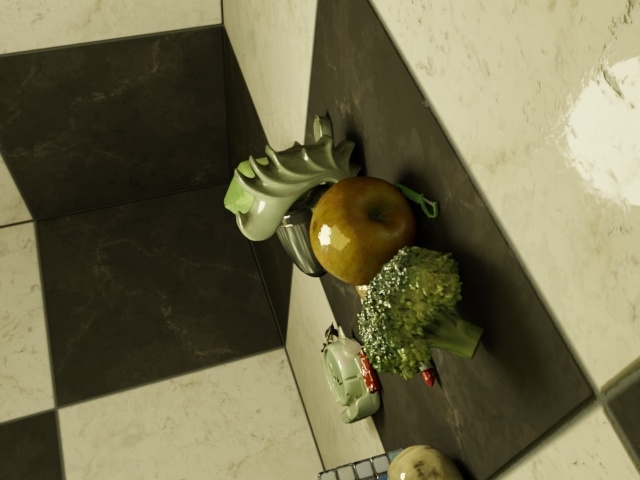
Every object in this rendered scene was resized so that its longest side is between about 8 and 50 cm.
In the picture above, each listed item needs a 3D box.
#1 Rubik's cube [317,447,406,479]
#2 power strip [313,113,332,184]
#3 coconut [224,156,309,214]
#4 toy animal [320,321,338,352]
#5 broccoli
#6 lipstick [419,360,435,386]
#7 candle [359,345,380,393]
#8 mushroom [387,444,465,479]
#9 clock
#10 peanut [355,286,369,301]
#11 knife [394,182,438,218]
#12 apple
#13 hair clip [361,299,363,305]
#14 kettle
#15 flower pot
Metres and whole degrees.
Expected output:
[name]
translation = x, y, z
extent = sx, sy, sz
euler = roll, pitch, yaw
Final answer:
[Rubik's cube]
translation = 0.164, 0.838, 1.926
extent = 0.287, 0.293, 0.292
euler = 88, 163, -55
[power strip]
translation = 0.012, -0.271, 2.050
extent = 0.080, 0.048, 0.286
euler = -129, 29, -56
[coconut]
translation = -0.213, -0.182, 2.443
extent = 0.328, 0.328, 0.281
euler = -124, 23, -55
[toy animal]
translation = 0.037, 0.373, 2.507
extent = 0.202, 0.070, 0.105
euler = 93, 178, -59
[broccoli]
translation = 0.194, 0.143, 1.303
extent = 0.260, 0.235, 0.288
euler = 20, 84, 43
[lipstick]
translation = 0.249, 0.290, 1.635
extent = 0.063, 0.057, 0.186
euler = 100, 148, -58
[candle]
translation = 0.158, 0.427, 2.116
extent = 0.048, 0.053, 0.162
euler = 112, 145, -58
[mushroom]
translation = 0.210, 0.680, 1.566
extent = 0.314, 0.336, 0.314
euler = 174, 90, -81
[clock]
translation = 0.096, 0.475, 2.259
extent = 0.265, 0.108, 0.324
euler = 110, 143, -63
[peanut]
translation = 0.179, 0.147, 1.591
extent = 0.226, 0.095, 0.108
euler = 43, 130, 25
[knife]
translation = 0.221, -0.092, 1.471
extent = 0.212, 0.015, 0.054
euler = -135, 26, -63
[apple]
translation = 0.106, -0.026, 1.499
extent = 0.264, 0.264, 0.264
euler = 167, 90, -76
[hair clip]
translation = 0.152, 0.028, 1.707
extent = 0.101, 0.085, 0.331
euler = -156, 60, -70
[kettle]
translation = -0.020, -0.002, 2.213
extent = 0.207, 0.250, 0.271
euler = -59, -45, -66
[flower pot]
translation = -0.065, -0.154, 1.802
extent = 0.164, 0.367, 0.254
euler = -129, 31, -68
